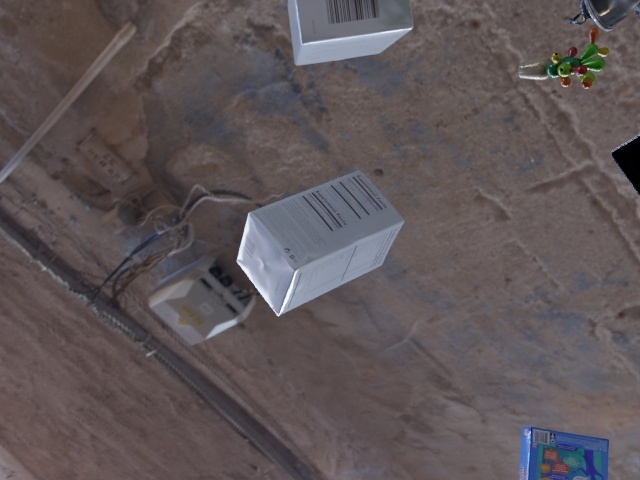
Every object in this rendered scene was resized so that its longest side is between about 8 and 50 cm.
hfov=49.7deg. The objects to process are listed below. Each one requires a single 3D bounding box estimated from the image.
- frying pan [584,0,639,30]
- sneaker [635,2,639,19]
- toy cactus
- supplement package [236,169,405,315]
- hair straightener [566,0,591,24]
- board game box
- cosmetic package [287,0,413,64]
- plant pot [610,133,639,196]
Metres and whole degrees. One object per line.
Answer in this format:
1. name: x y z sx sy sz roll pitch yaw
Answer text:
1. frying pan: 0.368 -0.363 0.833 0.326 0.053 0.198 -29 -69 -47
2. sneaker: 0.743 -0.587 1.579 0.110 0.122 0.283 43 -160 -38
3. toy cactus: 0.527 -0.389 1.515 0.219 0.180 0.112 -45 -51 -48
4. supplement package: 0.000 0.000 1.195 0.244 0.139 0.134 -23 -118 -33
5. hair straightener: 0.464 -0.390 1.097 0.047 0.089 0.230 42 -116 14
6. board game box: 0.454 0.469 1.296 0.160 0.047 0.211 11 -108 -5
7. cosmetic package: 0.049 -0.503 1.537 0.229 0.453 0.162 -9 -81 -3
8. plant pot: 0.758 -0.176 1.422 0.166 0.188 0.188 -33 -96 -13
